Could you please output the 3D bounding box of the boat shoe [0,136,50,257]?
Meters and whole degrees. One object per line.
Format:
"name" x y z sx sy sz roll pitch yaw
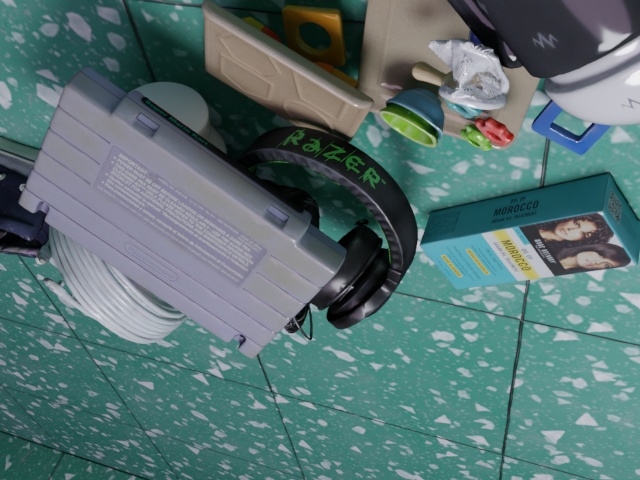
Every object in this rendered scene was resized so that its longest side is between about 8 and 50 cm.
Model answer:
"boat shoe" -0.549 -0.083 1.239 0.341 0.158 0.127 14 145 14

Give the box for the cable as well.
"cable" -0.301 0.035 1.186 0.089 0.257 0.257 -35 124 13

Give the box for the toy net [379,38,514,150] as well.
"toy net" 0.126 -0.117 0.706 0.122 0.045 0.232 34 177 -1

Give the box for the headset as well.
"headset" 0.000 0.000 1.019 0.244 0.185 0.394 29 143 10

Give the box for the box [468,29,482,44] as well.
"box" 0.198 -0.261 0.617 0.137 0.036 0.225 12 131 17

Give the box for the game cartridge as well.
"game cartridge" -0.167 -0.022 0.915 0.355 0.068 0.230 35 129 -8

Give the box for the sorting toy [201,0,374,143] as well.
"sorting toy" -0.038 -0.176 0.843 0.193 0.038 0.208 31 173 -2

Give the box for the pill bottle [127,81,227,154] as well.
"pill bottle" -0.198 -0.077 1.040 0.153 0.152 0.272 18 145 9

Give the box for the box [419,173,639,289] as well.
"box" 0.252 -0.004 0.949 0.244 0.060 0.100 -12 132 42

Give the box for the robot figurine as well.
"robot figurine" 0.182 -0.212 0.529 0.174 0.209 0.278 -40 104 7

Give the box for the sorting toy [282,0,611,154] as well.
"sorting toy" 0.132 -0.195 0.774 0.348 0.047 0.196 18 142 8
